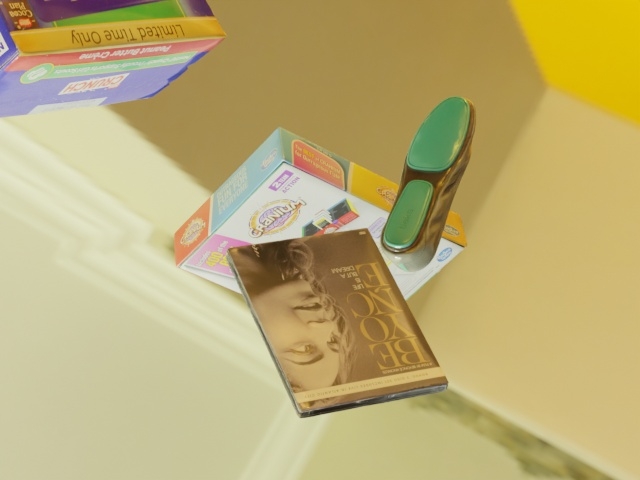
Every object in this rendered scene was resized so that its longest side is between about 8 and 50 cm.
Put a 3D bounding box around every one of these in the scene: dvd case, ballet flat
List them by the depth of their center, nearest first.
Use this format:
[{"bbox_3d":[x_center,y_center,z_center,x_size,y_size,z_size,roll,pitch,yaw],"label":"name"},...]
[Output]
[{"bbox_3d":[0.015,0.079,1.844,0.164,0.221,0.018,-8,-40,-23],"label":"dvd case"},{"bbox_3d":[0.125,-0.062,2.032,0.213,0.072,0.068,-66,-32,-20],"label":"ballet flat"}]

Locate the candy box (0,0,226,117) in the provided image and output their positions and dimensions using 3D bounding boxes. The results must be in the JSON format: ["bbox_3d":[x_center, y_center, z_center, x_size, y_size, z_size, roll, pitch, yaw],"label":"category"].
[{"bbox_3d":[-0.268,-0.274,1.577,0.122,0.317,0.268,-33,-11,35],"label":"candy box"}]

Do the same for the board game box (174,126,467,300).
[{"bbox_3d":[0.000,0.000,2.423,0.316,0.064,0.242,25,-52,-31],"label":"board game box"}]
